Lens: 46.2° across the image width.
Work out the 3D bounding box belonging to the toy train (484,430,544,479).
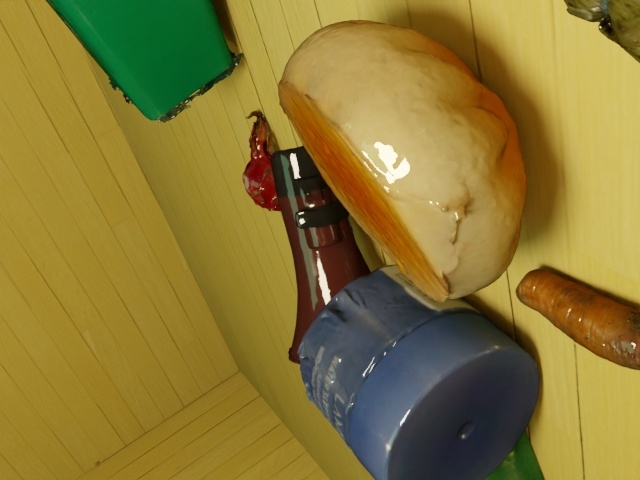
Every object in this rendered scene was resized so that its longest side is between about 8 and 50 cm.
[{"bbox_3d":[0.250,0.360,1.169,0.202,0.120,0.301,18,136,59],"label":"toy train"}]

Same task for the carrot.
[{"bbox_3d":[0.264,0.076,0.747,0.186,0.060,0.060,31,149,59],"label":"carrot"}]

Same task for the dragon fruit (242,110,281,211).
[{"bbox_3d":[-0.104,-0.135,1.347,0.094,0.094,0.191,17,131,65],"label":"dragon fruit"}]

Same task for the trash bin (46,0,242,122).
[{"bbox_3d":[-0.291,-0.403,1.138,0.259,0.295,0.381,45,169,36],"label":"trash bin"}]

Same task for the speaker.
[{"bbox_3d":[0.022,0.006,1.208,0.259,0.198,0.330,-24,-77,-68],"label":"speaker"}]

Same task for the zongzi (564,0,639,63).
[{"bbox_3d":[0.239,-0.154,0.321,0.274,0.125,0.251,41,156,29],"label":"zongzi"}]

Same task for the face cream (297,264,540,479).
[{"bbox_3d":[0.123,0.184,0.993,0.225,0.249,0.249,41,156,49],"label":"face cream"}]

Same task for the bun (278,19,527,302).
[{"bbox_3d":[0.099,-0.091,0.732,0.299,0.164,0.299,52,177,4],"label":"bun"}]
